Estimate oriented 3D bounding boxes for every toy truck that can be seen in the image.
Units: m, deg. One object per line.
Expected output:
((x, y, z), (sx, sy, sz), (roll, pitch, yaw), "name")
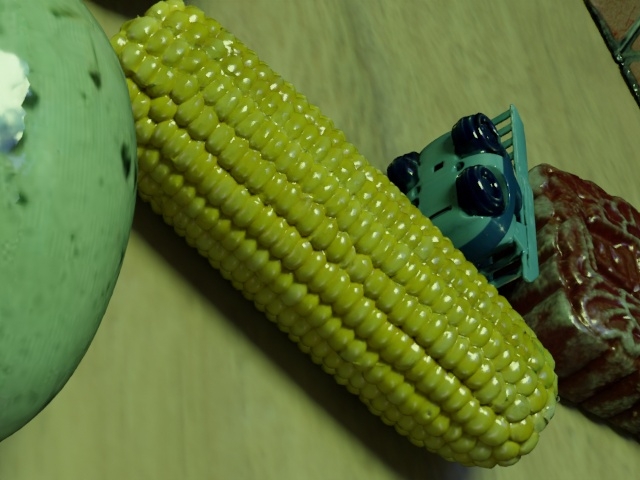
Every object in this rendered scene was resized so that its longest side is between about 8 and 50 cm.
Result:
((0.079, -0.036, 0.721), (0.074, 0.063, 0.136), (39, 38, -32), "toy truck")

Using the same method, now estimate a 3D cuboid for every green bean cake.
((0.159, 0.033, 0.753), (0.135, 0.056, 0.135), (30, 39, -30), "green bean cake")

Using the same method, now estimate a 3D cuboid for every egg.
((-0.118, -0.018, 0.420), (0.131, 0.131, 0.164), (13, 52, -42), "egg")

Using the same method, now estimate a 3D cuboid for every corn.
((0.000, 0.000, 0.581), (0.248, 0.081, 0.081), (43, 35, -9), "corn")

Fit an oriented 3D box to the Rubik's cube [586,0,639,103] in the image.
((0.347, -0.117, 1.049), (0.178, 0.190, 0.211), (27, 42, -57), "Rubik's cube")
